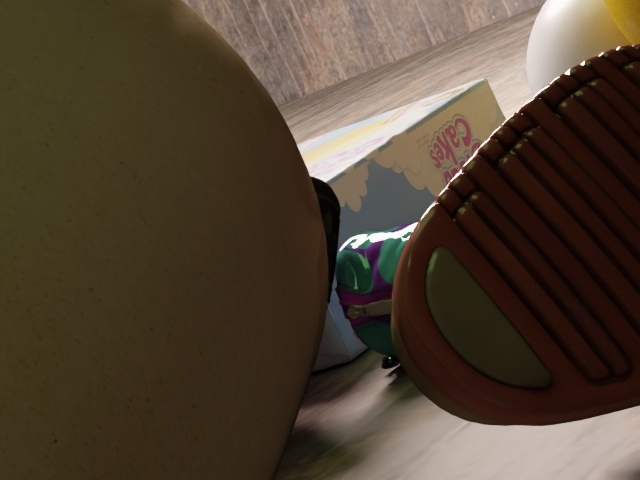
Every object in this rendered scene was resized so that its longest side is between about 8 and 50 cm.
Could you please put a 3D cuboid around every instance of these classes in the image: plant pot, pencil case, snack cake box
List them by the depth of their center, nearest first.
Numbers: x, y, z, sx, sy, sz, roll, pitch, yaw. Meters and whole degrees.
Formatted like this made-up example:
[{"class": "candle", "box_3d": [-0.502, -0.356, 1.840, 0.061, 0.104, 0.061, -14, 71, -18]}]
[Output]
[{"class": "plant pot", "box_3d": [-0.129, 0.074, 0.538, 0.256, 0.256, 0.274, -22, 25, 13]}, {"class": "pencil case", "box_3d": [0.074, 0.015, 0.866, 0.070, 0.064, 0.152, -28, 9, -41]}, {"class": "snack cake box", "box_3d": [0.000, 0.000, 1.112, 0.152, 0.089, 0.264, -20, 9, 33]}]

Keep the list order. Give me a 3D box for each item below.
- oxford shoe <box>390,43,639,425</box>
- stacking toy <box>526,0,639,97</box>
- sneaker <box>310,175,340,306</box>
[{"class": "oxford shoe", "box_3d": [0.144, -0.007, 0.739, 0.348, 0.123, 0.130, -26, -14, -38]}, {"class": "stacking toy", "box_3d": [0.260, -0.190, 1.088, 0.350, 0.350, 0.480, -30, -6, -40]}, {"class": "sneaker", "box_3d": [-0.099, -0.003, 0.963, 0.293, 0.102, 0.146, 12, 75, 41]}]
